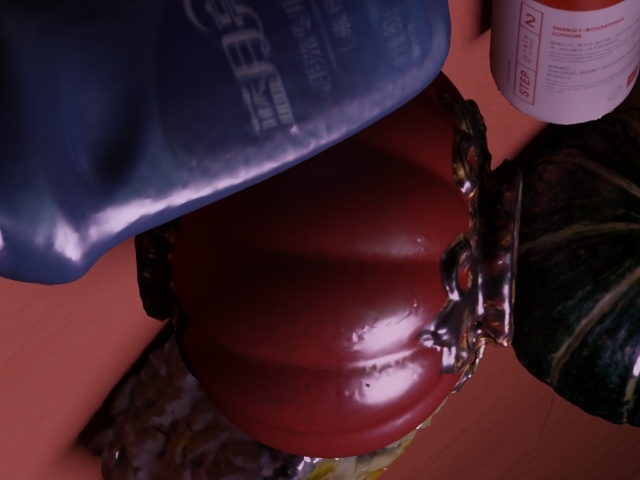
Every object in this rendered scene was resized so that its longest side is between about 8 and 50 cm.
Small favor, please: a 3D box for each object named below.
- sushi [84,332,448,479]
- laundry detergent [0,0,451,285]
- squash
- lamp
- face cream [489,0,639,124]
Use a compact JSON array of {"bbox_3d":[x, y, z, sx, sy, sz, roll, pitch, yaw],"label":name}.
[{"bbox_3d":[-0.025,0.110,1.219,0.274,0.139,0.184,-49,158,19],"label":"sushi"},{"bbox_3d":[-0.081,-0.069,0.795,0.290,0.094,0.143,-34,114,-27],"label":"laundry detergent"},{"bbox_3d":[0.256,0.021,1.427,0.252,0.252,0.165,-37,164,-20],"label":"squash"},{"bbox_3d":[0.000,0.000,0.982,0.227,0.227,0.227,-38,158,-18],"label":"lamp"},{"bbox_3d":[0.150,-0.162,1.105,0.096,0.096,0.214,-40,158,-15],"label":"face cream"}]
